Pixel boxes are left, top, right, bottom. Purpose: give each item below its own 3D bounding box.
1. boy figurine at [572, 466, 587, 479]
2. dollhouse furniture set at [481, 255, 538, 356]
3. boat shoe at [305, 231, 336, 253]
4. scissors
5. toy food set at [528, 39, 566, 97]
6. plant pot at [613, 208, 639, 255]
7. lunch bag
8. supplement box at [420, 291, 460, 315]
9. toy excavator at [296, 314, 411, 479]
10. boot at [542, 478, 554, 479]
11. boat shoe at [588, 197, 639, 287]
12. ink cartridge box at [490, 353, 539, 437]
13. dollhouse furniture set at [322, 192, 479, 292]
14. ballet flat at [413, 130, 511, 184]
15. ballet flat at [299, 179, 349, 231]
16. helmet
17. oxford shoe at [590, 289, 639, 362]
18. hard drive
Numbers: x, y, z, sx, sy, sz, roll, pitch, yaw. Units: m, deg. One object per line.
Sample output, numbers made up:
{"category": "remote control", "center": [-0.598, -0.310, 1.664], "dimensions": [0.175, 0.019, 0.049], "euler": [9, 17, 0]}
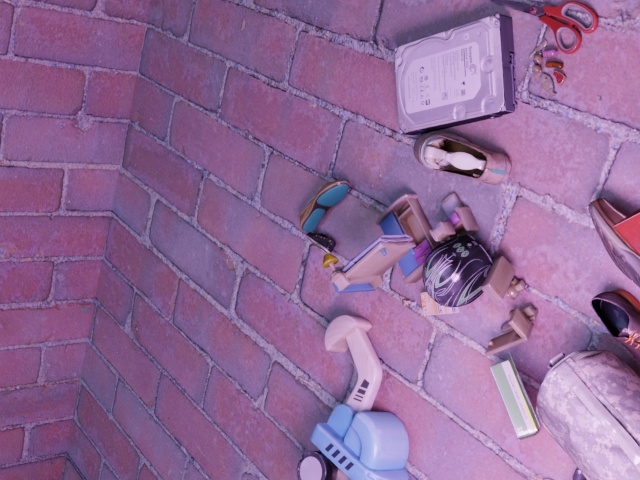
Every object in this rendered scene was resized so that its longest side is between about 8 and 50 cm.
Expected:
{"category": "boy figurine", "center": [0.646, 0.584, 1.648], "dimensions": [0.285, 0.092, 0.177], "euler": [37, 115, 45]}
{"category": "dollhouse furniture set", "center": [0.407, 0.153, 1.866], "dimensions": [0.151, 0.144, 0.123], "euler": [47, 134, -9]}
{"category": "boat shoe", "center": [0.001, 0.001, 2.394], "dimensions": [0.042, 0.049, 0.133], "euler": [-51, 37, -6]}
{"category": "scissors", "center": [0.510, -0.532, 1.836], "dimensions": [0.297, 0.021, 0.109], "euler": [50, 128, 36]}
{"category": "toy food set", "center": [0.519, -0.395, 1.823], "dimensions": [0.078, 0.019, 0.122], "euler": [-46, 58, 38]}
{"category": "plant pot", "center": [0.737, -0.021, 1.391], "dimensions": [0.236, 0.267, 0.267], "euler": [59, 154, 6]}
{"category": "lunch bag", "center": [0.573, 0.372, 1.565], "dimensions": [0.212, 0.256, 0.305], "euler": [-40, 56, 7]}
{"category": "supplement box", "center": [0.307, 0.159, 2.057], "dimensions": [0.098, 0.036, 0.062], "euler": [-12, 82, 47]}
{"category": "toy excavator", "center": [0.114, 0.484, 2.186], "dimensions": [0.433, 0.222, 0.445], "euler": [35, 102, 42]}
{"category": "boot", "center": [0.516, 0.638, 1.795], "dimensions": [0.069, 0.086, 0.190], "euler": [-25, 72, 45]}
{"category": "boat shoe", "center": [0.664, 0.024, 1.616], "dimensions": [0.116, 0.123, 0.324], "euler": [-33, 51, 6]}
{"category": "ink cartridge box", "center": [0.433, 0.352, 1.788], "dimensions": [0.056, 0.235, 0.171], "euler": [-23, 70, 9]}
{"category": "dollhouse furniture set", "center": [0.172, -0.029, 2.006], "dimensions": [0.286, 0.303, 0.198], "euler": [-45, 60, 39]}
{"category": "ballet flat", "center": [0.324, -0.212, 1.979], "dimensions": [0.316, 0.106, 0.108], "euler": [19, 106, 47]}
{"category": "ballet flat", "center": [0.002, -0.119, 2.367], "dimensions": [0.232, 0.080, 0.073], "euler": [-47, 43, 36]}
{"category": "helmet", "center": [0.326, 0.080, 1.937], "dimensions": [0.161, 0.169, 0.169], "euler": [-35, 56, -4]}
{"category": "oxford shoe", "center": [0.652, 0.209, 1.621], "dimensions": [0.271, 0.098, 0.097], "euler": [50, 125, 38]}
{"category": "hard drive", "center": [0.330, -0.406, 2.004], "dimensions": [0.338, 0.064, 0.237], "euler": [-4, 88, 47]}
